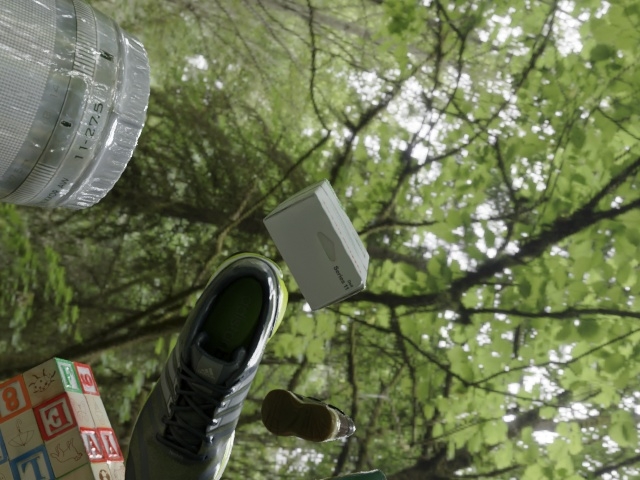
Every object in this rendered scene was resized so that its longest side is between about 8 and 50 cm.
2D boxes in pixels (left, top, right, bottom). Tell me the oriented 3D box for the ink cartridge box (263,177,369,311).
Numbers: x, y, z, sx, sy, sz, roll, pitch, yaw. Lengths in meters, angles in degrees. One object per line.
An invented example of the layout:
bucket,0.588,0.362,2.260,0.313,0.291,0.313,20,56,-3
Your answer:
ink cartridge box,0.000,0.000,1.066,0.153,0.087,0.208,62,9,-6

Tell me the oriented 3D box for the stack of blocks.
stack of blocks,-0.387,0.279,0.824,0.171,0.297,0.087,64,1,18

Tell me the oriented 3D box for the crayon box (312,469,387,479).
crayon box,-0.131,0.378,0.744,0.363,0.313,0.106,-52,-131,37

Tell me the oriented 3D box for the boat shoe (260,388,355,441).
boat shoe,-0.018,0.214,0.861,0.152,0.049,0.056,4,-107,56

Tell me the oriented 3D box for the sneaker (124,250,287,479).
sneaker,-0.121,0.144,0.726,0.121,0.111,0.300,107,2,-80

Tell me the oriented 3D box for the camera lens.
camera lens,-0.332,-0.157,0.682,0.219,0.274,0.219,-17,-114,42
